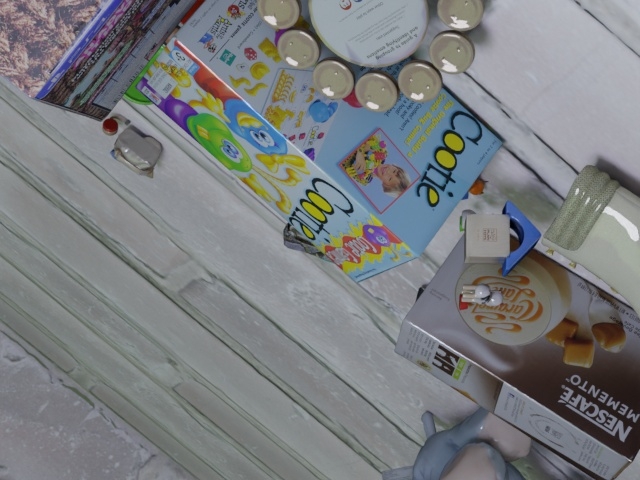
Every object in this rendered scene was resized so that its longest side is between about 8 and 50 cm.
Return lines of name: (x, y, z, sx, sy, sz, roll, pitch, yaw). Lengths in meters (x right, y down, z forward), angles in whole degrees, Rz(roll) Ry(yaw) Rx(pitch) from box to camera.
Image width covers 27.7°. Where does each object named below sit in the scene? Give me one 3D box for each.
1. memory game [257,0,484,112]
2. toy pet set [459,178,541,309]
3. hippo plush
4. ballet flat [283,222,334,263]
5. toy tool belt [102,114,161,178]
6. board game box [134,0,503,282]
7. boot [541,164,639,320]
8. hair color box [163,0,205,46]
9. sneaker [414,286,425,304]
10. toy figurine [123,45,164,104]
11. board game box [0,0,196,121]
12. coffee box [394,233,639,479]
memory game: (0.039, -0.184, 1.024, 0.186, 0.012, 0.186, 10, 126, 14)
toy pet set: (0.162, -0.003, 1.180, 0.065, 0.122, 0.114, 1, 168, 3)
hippo plush: (0.213, 0.355, 1.610, 0.236, 0.234, 0.294, 40, 156, -6)
ballet flat: (0.000, 0.000, 1.503, 0.114, 0.041, 0.041, 16, 149, 38)
toy tool belt: (-0.238, -0.112, 1.613, 0.083, 0.052, 0.051, 36, 149, 5)
board game box: (-0.004, -0.112, 1.158, 0.275, 0.144, 0.142, 42, 157, -8)
boot: (0.270, 0.033, 1.126, 0.165, 0.077, 0.213, 30, 151, 16)
hair color box: (-0.098, -0.185, 1.284, 0.141, 0.043, 0.072, 41, 158, -7)
sneaker: (0.129, 0.088, 1.490, 0.044, 0.040, 0.109, 12, 154, 14)
toy figurine: (-0.253, -0.197, 1.441, 0.173, 0.130, 0.159, 17, 176, -16)
board game box: (-0.164, -0.225, 0.941, 0.141, 0.232, 0.291, 38, -179, -2)
coffee box: (0.214, 0.107, 1.262, 0.246, 0.141, 0.098, 33, 157, 12)
